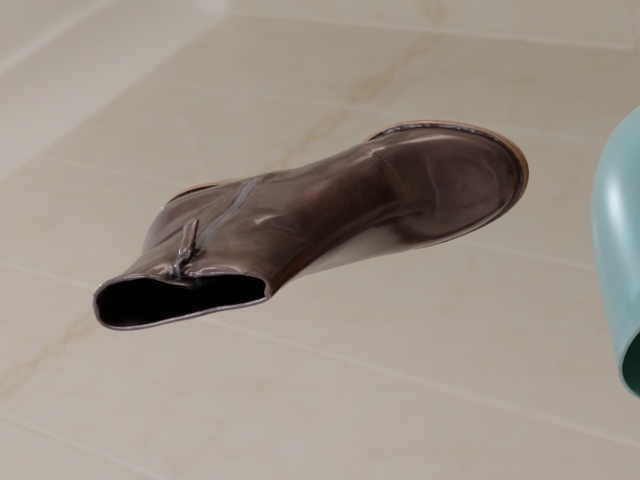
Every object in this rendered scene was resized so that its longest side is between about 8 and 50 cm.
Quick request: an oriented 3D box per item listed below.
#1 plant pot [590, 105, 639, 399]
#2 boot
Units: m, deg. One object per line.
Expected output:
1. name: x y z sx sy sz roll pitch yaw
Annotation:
1. plant pot: 0.390 -0.014 1.523 0.293 0.293 0.235 27 -140 -46
2. boot: 0.000 0.000 1.014 0.207 0.248 0.090 -55 -46 -65
